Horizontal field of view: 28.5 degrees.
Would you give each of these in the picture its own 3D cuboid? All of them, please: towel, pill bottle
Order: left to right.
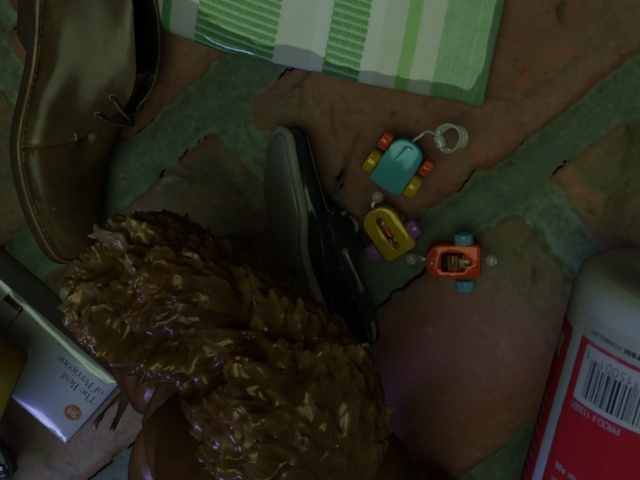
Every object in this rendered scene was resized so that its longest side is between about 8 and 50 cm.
[{"bbox_3d":[0.015,-0.275,1.153,0.325,0.038,0.247,12,107,6],"label":"towel"},{"bbox_3d":[0.296,0.229,1.136,0.229,0.229,0.407,14,107,6],"label":"pill bottle"}]

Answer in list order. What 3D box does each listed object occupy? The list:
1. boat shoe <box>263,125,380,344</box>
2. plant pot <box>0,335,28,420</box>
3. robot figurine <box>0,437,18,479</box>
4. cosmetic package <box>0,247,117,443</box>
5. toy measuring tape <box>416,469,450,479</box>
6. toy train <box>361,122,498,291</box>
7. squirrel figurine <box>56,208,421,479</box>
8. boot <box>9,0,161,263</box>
[{"bbox_3d":[0.000,0.000,1.220,0.079,0.084,0.233,-16,96,-24],"label":"boat shoe"},{"bbox_3d":[-0.419,0.135,1.187,0.239,0.254,0.254,24,108,-11],"label":"plant pot"},{"bbox_3d":[-0.457,0.226,1.349,0.291,0.085,0.211,31,109,2],"label":"robot figurine"},{"bbox_3d":[-0.317,0.093,1.299,0.239,0.060,0.099,41,109,-2],"label":"cosmetic package"},{"bbox_3d":[0.131,0.338,1.257,0.121,0.121,0.330,-36,96,17],"label":"toy measuring tape"},{"bbox_3d":[0.102,-0.033,1.198,0.125,0.046,0.166,-5,107,10],"label":"toy train"},{"bbox_3d":[-0.086,0.119,1.111,0.281,0.370,0.397,-15,140,-17],"label":"squirrel figurine"},{"bbox_3d":[-0.218,-0.121,1.191,0.115,0.112,0.305,7,104,18],"label":"boot"}]
